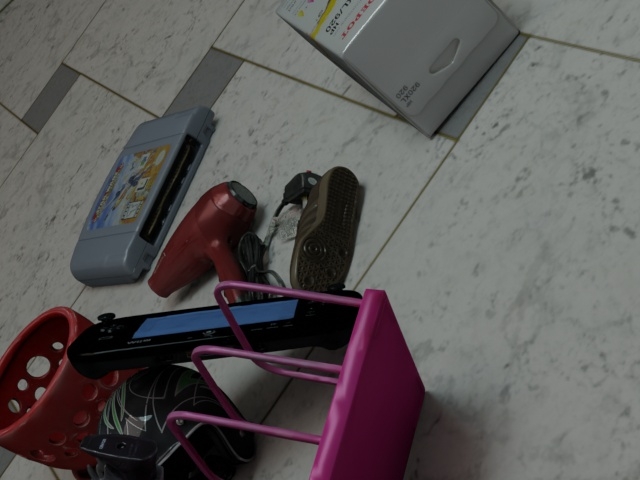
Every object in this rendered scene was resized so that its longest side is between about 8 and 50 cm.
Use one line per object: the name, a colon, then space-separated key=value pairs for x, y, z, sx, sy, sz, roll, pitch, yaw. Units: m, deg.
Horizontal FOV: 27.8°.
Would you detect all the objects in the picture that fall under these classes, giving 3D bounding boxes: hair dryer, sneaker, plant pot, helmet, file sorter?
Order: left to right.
plant pot: x=-0.309 y=0.204 z=1.652 sx=0.191 sy=0.174 sz=0.191 roll=-35 pitch=35 yaw=30
helmet: x=-0.172 y=0.220 z=1.456 sx=0.169 sy=0.161 sz=0.169 roll=-35 pitch=35 yaw=30
hair dryer: x=-0.131 y=0.019 z=1.685 sx=0.293 sy=0.080 sz=0.224 roll=-15 pitch=48 yaw=48
file sorter: x=-0.040 y=0.209 z=1.181 sx=0.182 sy=0.202 sz=0.291 roll=6 pitch=60 yaw=20
sneaker: x=0.000 y=0.000 z=1.556 sx=0.071 sy=0.066 sz=0.188 roll=-41 pitch=23 yaw=53

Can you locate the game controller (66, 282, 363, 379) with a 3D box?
game controller: x=-0.110 y=0.098 z=1.408 sx=0.319 sy=0.067 sz=0.166 roll=-8 pitch=0 yaw=4

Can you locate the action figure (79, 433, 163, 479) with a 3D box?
action figure: x=-0.184 y=0.333 z=1.316 sx=0.099 sy=0.285 sz=0.185 roll=-2 pitch=33 yaw=-3

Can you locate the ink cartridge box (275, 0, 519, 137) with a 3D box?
ink cartridge box: x=0.089 y=-0.269 z=1.580 sx=0.171 sy=0.168 sz=0.233 roll=-51 pitch=31 yaw=4

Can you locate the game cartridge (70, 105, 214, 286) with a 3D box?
game cartridge: x=-0.282 y=-0.069 z=2.012 sx=0.198 sy=0.062 sz=0.297 roll=-4 pitch=56 yaw=48
